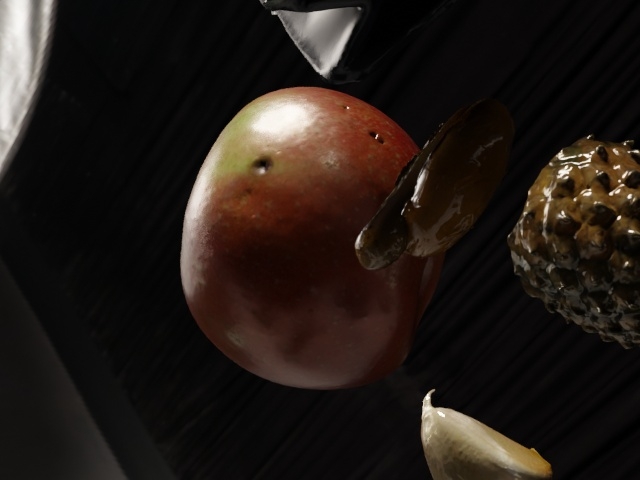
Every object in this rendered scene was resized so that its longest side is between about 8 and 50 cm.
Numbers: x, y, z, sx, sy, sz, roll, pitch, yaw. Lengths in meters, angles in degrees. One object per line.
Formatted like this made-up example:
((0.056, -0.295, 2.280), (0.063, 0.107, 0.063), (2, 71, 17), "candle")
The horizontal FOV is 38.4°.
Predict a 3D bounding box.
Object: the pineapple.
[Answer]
((0.231, 0.036, 0.507), (0.251, 0.125, 0.125), (36, 21, 31), "pineapple")

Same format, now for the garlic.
((0.260, 0.357, 1.476), (0.245, 0.145, 0.164), (35, 40, -10), "garlic")

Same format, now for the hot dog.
((0.079, -0.036, 0.623), (0.060, 0.140, 0.090), (31, 9, -5), "hot dog")

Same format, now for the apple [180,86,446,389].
((0.000, 0.000, 1.060), (0.277, 0.348, 0.348), (17, 21, 14), "apple")

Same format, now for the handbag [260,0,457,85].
((0.055, -0.274, 0.712), (0.118, 0.269, 0.325), (48, 8, -30), "handbag")
